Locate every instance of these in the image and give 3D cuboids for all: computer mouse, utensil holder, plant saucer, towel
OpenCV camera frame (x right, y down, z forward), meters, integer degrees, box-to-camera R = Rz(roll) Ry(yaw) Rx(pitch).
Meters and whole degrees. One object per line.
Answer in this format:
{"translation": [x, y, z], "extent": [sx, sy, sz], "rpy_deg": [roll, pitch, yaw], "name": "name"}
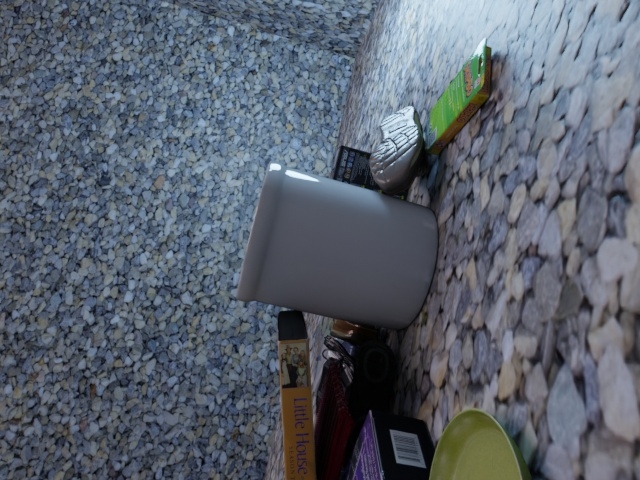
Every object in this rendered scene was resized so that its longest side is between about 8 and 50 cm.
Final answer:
{"translation": [0.060, 0.408, 1.279], "extent": [0.188, 0.072, 0.272], "rpy_deg": [42, 129, 43], "name": "computer mouse"}
{"translation": [0.031, 0.018, 1.075], "extent": [0.327, 0.386, 0.327], "rpy_deg": [-167, 90, -83], "name": "utensil holder"}
{"translation": [0.199, 0.337, 0.574], "extent": [0.241, 0.037, 0.240], "rpy_deg": [-167, 90, -82], "name": "plant saucer"}
{"translation": [0.022, 0.403, 0.994], "extent": [0.275, 0.031, 0.198], "rpy_deg": [-112, 35, -82], "name": "towel"}

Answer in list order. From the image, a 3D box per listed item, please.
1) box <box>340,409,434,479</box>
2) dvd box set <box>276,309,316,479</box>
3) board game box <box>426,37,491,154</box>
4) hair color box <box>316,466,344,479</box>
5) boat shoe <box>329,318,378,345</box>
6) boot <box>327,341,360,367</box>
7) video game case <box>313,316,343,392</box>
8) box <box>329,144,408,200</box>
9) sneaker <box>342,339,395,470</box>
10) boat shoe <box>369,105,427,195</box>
{"translation": [0.111, 0.426, 0.789], "extent": [0.153, 0.108, 0.206], "rpy_deg": [-95, 21, -68], "name": "box"}
{"translation": [-0.050, 0.377, 0.965], "extent": [0.307, 0.062, 0.419], "rpy_deg": [-158, 65, -84], "name": "dvd box set"}
{"translation": [0.300, -0.302, 1.006], "extent": [0.259, 0.039, 0.124], "rpy_deg": [115, 166, -69], "name": "board game box"}
{"translation": [0.024, 0.612, 1.125], "extent": [0.174, 0.105, 0.346], "rpy_deg": [-107, 31, -77], "name": "hair color box"}
{"translation": [0.092, 0.219, 1.293], "extent": [0.324, 0.123, 0.119], "rpy_deg": [161, 127, -81], "name": "boat shoe"}
{"translation": [0.079, 0.337, 1.418], "extent": [0.190, 0.069, 0.086], "rpy_deg": [-159, 90, -75], "name": "boot"}
{"translation": [0.030, 0.369, 1.802], "extent": [0.329, 0.036, 0.299], "rpy_deg": [-87, 13, -56], "name": "video game case"}
{"translation": [0.122, -0.104, 1.282], "extent": [0.060, 0.217, 0.269], "rpy_deg": [175, 108, -81], "name": "box"}
{"translation": [0.108, 0.373, 1.029], "extent": [0.130, 0.109, 0.286], "rpy_deg": [92, -167, -67], "name": "sneaker"}
{"translation": [0.215, -0.209, 1.144], "extent": [0.133, 0.130, 0.355], "rpy_deg": [-19, 31, 30], "name": "boat shoe"}
